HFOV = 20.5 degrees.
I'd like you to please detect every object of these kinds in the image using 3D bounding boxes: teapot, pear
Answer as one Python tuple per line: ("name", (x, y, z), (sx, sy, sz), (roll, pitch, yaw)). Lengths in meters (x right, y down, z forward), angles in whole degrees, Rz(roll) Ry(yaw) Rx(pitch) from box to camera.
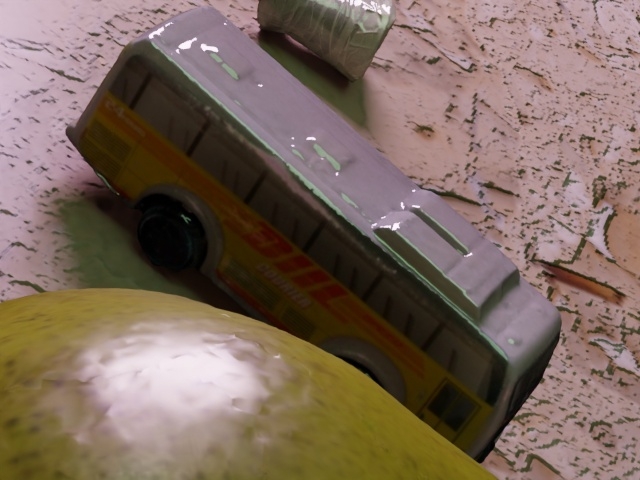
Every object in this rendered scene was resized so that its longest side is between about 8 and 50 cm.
("teapot", (-0.002, -0.140, 1.109), (0.083, 0.057, 0.067), (24, -2, -13))
("pear", (-0.054, 0.158, 0.497), (0.294, 0.294, 0.294), (24, 36, -19))

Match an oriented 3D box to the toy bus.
("toy bus", (0.000, 0.000, 0.891), (0.268, 0.106, 0.092), (42, 36, 7))
